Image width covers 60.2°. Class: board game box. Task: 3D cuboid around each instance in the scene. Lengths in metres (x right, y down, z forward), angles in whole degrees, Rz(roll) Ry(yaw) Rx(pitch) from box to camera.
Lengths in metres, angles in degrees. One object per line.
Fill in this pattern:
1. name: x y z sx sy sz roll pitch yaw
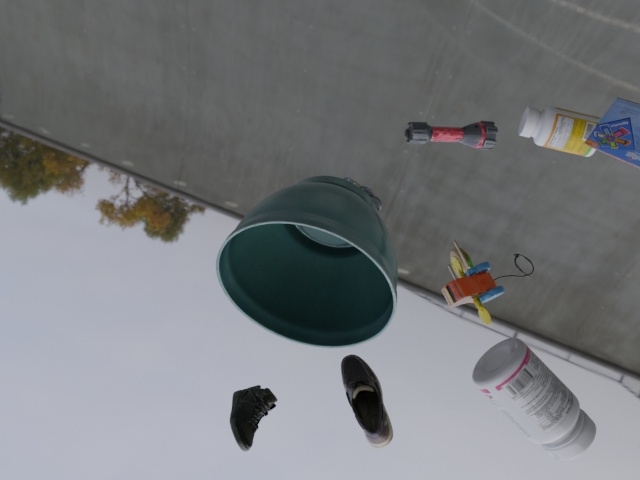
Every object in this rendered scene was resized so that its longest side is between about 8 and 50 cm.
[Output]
1. board game box: 0.799 -0.267 1.393 0.027 0.145 0.281 26 -162 -20

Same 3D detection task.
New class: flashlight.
1. flashlight: 0.459 -0.372 1.932 0.304 0.103 0.103 1 -131 -9

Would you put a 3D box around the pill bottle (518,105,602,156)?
1. pill bottle: 0.812 -0.378 1.875 0.246 0.136 0.136 15 -175 6

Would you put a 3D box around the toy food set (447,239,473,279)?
1. toy food set: 0.494 0.085 1.922 0.192 0.039 0.132 82 169 -59

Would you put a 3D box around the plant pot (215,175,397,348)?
1. plant pot: -0.001 0.015 0.932 0.293 0.293 0.196 21 -133 0

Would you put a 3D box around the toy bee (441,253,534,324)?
1. toy bee: 0.434 0.141 1.513 0.298 0.195 0.162 9 147 -24

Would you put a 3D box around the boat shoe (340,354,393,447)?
1. boat shoe: 0.123 0.430 1.539 0.092 0.103 0.285 70 -179 -48

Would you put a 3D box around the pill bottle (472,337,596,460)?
1. pill bottle: 0.524 0.390 1.354 0.283 0.160 0.160 46 -176 -3

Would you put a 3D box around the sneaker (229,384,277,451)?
1. sneaker: -0.199 0.519 1.655 0.087 0.130 0.227 62 -172 -24

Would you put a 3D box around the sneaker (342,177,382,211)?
1. sneaker: 0.116 -0.129 1.544 0.135 0.052 0.058 41 -146 3
